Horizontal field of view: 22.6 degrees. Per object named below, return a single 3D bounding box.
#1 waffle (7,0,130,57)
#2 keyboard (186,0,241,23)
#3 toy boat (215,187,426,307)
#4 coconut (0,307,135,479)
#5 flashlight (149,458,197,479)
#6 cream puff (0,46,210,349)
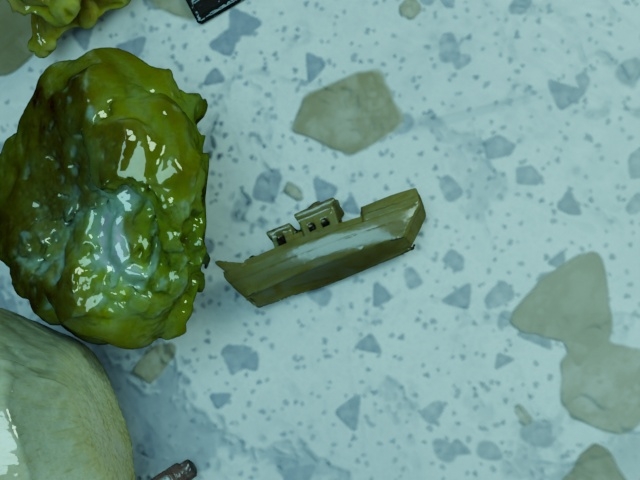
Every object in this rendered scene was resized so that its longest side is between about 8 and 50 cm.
[{"bbox_3d":[-0.291,-0.362,1.577,0.324,0.151,0.261,40,90,7],"label":"waffle"},{"bbox_3d":[-0.066,-0.274,1.590,0.155,0.010,0.053,-29,79,7],"label":"keyboard"},{"bbox_3d":[0.000,0.000,1.516,0.206,0.064,0.072,-19,65,9],"label":"toy boat"},{"bbox_3d":[-0.339,0.214,1.437,0.329,0.329,0.328,-2,82,12],"label":"coconut"},{"bbox_3d":[-0.167,0.245,1.530,0.110,0.031,0.052,-33,77,6],"label":"flashlight"},{"bbox_3d":[-0.177,-0.034,1.489,0.282,0.185,0.281,-8,79,45],"label":"cream puff"}]
